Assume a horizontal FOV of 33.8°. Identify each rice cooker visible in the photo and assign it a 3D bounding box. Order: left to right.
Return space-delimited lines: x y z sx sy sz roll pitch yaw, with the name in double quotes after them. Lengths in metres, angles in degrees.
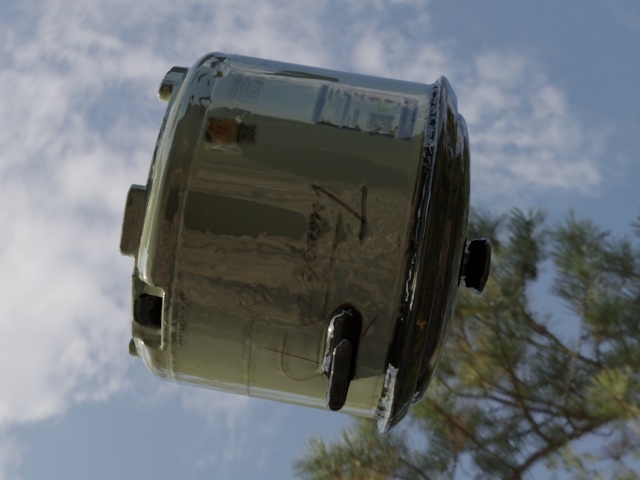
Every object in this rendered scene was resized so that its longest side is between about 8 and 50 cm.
0.000 0.000 0.704 0.227 0.280 0.241 9 -59 2 "rice cooker"
